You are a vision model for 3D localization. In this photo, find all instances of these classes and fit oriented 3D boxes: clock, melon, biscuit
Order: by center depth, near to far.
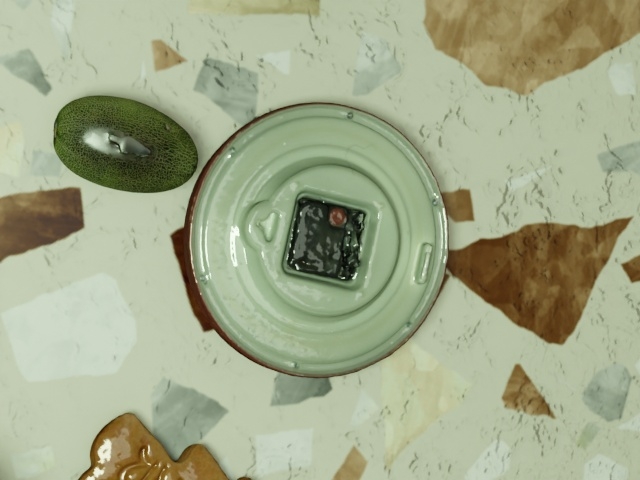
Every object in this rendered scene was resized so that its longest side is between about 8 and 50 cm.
[{"bbox_3d":[-0.211,-0.103,1.609,0.162,0.099,0.099,15,87,-18],"label":"melon"},{"bbox_3d":[-0.163,0.341,1.671,0.306,0.043,0.284,7,90,-19],"label":"biscuit"},{"bbox_3d":[0.000,0.000,1.695,0.318,0.080,0.318,-1,93,-20],"label":"clock"}]
